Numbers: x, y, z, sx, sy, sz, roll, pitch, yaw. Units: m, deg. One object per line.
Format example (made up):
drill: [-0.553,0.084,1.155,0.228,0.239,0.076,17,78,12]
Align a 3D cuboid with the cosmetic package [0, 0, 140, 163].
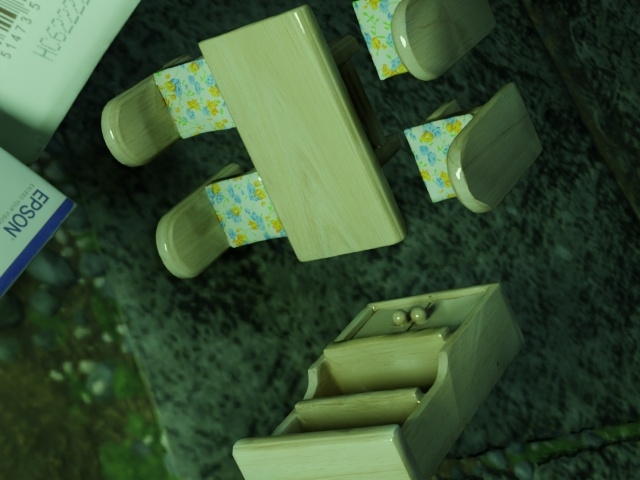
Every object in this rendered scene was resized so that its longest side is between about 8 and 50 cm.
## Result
cosmetic package: [-0.156,-0.297,0.830,0.161,0.230,0.453,25,47,-20]

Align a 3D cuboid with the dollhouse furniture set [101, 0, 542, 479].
dollhouse furniture set: [0.000,0.000,0.733,0.161,0.212,0.242,-44,116,-49]

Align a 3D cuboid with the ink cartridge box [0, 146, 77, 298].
ink cartridge box: [-0.316,-0.065,0.647,0.371,0.069,0.175,36,43,-5]
